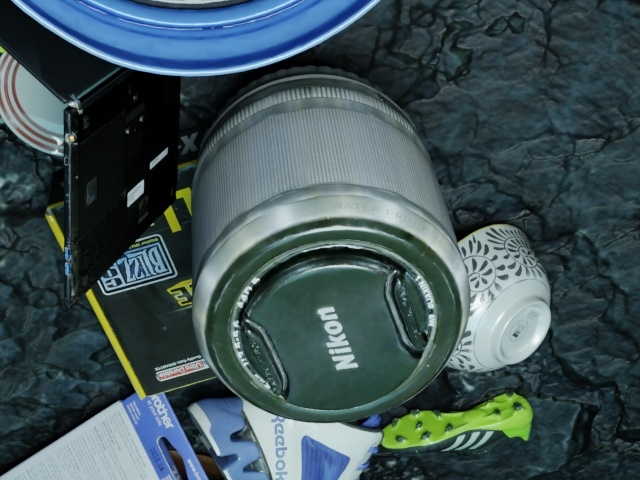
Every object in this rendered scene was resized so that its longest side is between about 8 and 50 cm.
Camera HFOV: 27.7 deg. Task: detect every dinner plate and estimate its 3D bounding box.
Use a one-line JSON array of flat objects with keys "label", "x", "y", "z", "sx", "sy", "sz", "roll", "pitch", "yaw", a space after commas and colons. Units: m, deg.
[{"label": "dinner plate", "x": -0.235, "y": -0.143, "z": 1.221, "sx": 0.141, "sy": 0.017, "sz": 0.141, "roll": -3, "pitch": 125, "yaw": -5}]

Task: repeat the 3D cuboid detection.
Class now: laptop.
[{"label": "laptop", "x": -0.214, "y": -0.120, "z": 1.068, "sx": 0.136, "sy": 0.234, "sz": 0.264, "roll": 11, "pitch": 116, "yaw": 12}]

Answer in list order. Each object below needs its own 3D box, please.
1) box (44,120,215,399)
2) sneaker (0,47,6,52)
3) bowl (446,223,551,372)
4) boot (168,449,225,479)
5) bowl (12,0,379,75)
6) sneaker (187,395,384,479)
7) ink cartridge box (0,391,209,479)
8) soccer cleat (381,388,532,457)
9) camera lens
[{"label": "box", "x": -0.077, "y": 0.005, "z": 1.303, "sx": 0.321, "sy": 0.079, "sz": 0.257, "roll": -16, "pitch": 122, "yaw": 5}, {"label": "sneaker", "x": -0.343, "y": -0.254, "z": 1.082, "sx": 0.299, "sy": 0.111, "sz": 0.121, "roll": 22, "pitch": 116, "yaw": -21}, {"label": "bowl", "x": 0.183, "y": 0.076, "z": 1.330, "sx": 0.170, "sy": 0.080, "sz": 0.170, "roll": -23, "pitch": 132, "yaw": -29}, {"label": "boot", "x": -0.226, "y": 0.347, "z": 1.503, "sx": 0.283, "sy": 0.109, "sz": 0.220, "roll": 5, "pitch": 119, "yaw": -2}, {"label": "bowl", "x": -0.088, "y": -0.315, "z": 0.948, "sx": 0.391, "sy": 0.077, "sz": 0.391, "roll": -6, "pitch": 121, "yaw": -9}, {"label": "sneaker", "x": 0.000, "y": 0.267, "z": 1.424, "sx": 0.182, "sy": 0.127, "sz": 0.316, "roll": -29, "pitch": 117, "yaw": -9}, {"label": "ink cartridge box", "x": -0.249, "y": 0.305, "z": 1.434, "sx": 0.311, "sy": 0.186, "sz": 0.065, "roll": -34, "pitch": 166, "yaw": 18}, {"label": "soccer cleat", "x": 0.157, "y": 0.224, "z": 1.486, "sx": 0.178, "sy": 0.060, "sz": 0.072, "roll": -12, "pitch": 126, "yaw": -1}, {"label": "camera lens", "x": 0.000, "y": 0.000, "z": 1.095, "sx": 0.219, "sy": 0.274, "sz": 0.219, "roll": -3, "pitch": 124, "yaw": -4}]
